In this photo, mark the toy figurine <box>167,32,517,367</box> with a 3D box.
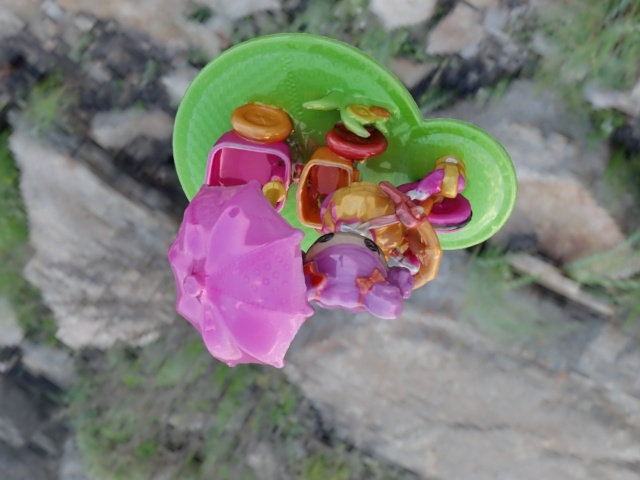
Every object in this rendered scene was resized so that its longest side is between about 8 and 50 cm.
[{"bbox_3d":[0.000,0.000,0.709,0.173,0.159,0.130,13,121,3],"label":"toy figurine"}]
